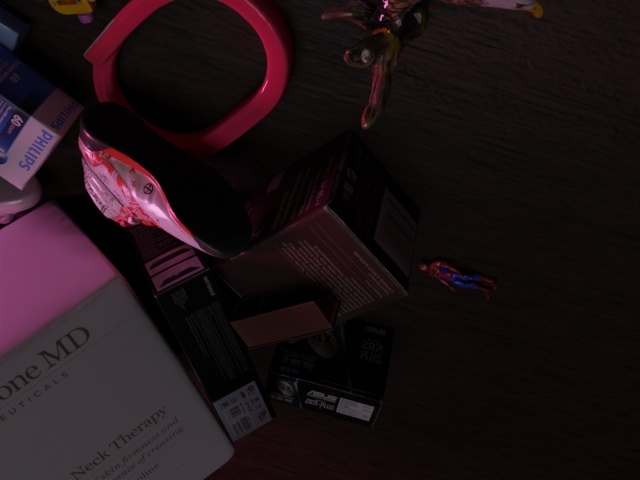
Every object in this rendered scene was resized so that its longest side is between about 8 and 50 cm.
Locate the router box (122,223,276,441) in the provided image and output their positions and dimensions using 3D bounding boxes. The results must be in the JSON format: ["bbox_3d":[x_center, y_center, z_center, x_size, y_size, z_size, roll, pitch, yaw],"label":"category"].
[{"bbox_3d":[-0.184,0.109,1.029,0.081,0.243,0.309,-27,129,-13],"label":"router box"}]

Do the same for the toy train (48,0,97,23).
[{"bbox_3d":[-0.303,-0.323,0.801,0.166,0.046,0.125,18,145,-5],"label":"toy train"}]

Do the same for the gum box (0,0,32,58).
[{"bbox_3d":[-0.485,-0.259,0.916,0.157,0.041,0.184,33,131,-15],"label":"gum box"}]

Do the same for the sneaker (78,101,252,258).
[{"bbox_3d":[-0.206,-0.051,0.909,0.270,0.090,0.145,40,146,7],"label":"sneaker"}]

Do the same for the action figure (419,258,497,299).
[{"bbox_3d":[0.200,0.055,1.022,0.115,0.030,0.038,20,137,-1],"label":"action figure"}]

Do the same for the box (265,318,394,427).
[{"bbox_3d":[0.016,0.197,1.113,0.180,0.147,0.078,15,133,2],"label":"box"}]

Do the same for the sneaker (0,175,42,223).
[{"bbox_3d":[-0.501,-0.059,1.084,0.212,0.080,0.094,0,143,26],"label":"sneaker"}]

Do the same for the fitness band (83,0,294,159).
[{"bbox_3d":[-0.166,-0.213,0.871,0.290,0.054,0.209,-29,121,34],"label":"fitness band"}]

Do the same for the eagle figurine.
[{"bbox_3d":[0.132,-0.276,0.633,0.225,0.226,0.298,-8,159,-27],"label":"eagle figurine"}]

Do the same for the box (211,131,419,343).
[{"bbox_3d":[0.000,0.000,0.930,0.203,0.169,0.167,-27,119,32],"label":"box"}]

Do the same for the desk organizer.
[{"bbox_3d":[-0.045,0.093,0.877,0.130,0.047,0.050,-17,123,27],"label":"desk organizer"}]

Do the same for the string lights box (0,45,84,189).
[{"bbox_3d":[-0.454,-0.194,0.885,0.259,0.077,0.133,38,130,-21],"label":"string lights box"}]

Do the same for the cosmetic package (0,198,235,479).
[{"bbox_3d":[-0.397,0.218,1.038,0.327,0.329,0.394,33,152,48],"label":"cosmetic package"}]
